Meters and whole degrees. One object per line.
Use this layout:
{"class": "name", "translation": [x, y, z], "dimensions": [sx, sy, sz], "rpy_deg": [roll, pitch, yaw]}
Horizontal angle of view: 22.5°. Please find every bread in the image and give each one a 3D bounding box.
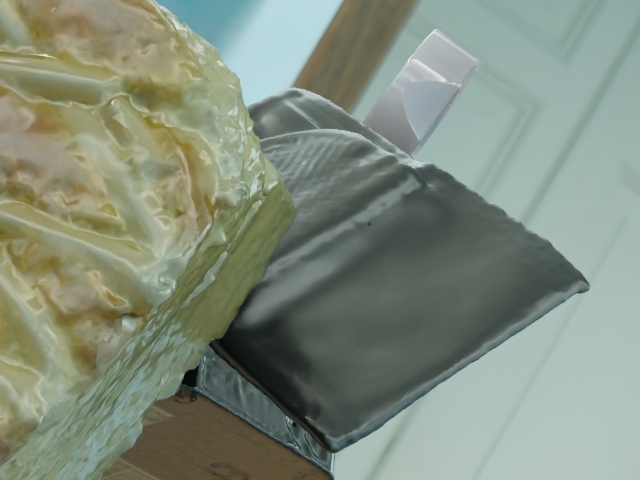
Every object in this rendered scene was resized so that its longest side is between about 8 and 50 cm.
{"class": "bread", "translation": [-0.257, -0.010, 1.003], "dimensions": [0.390, 0.371, 0.279], "rpy_deg": [35, -14, 13]}

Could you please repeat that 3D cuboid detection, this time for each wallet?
{"class": "wallet", "translation": [0.000, 0.000, 1.182], "dimensions": [0.323, 0.247, 0.041], "rpy_deg": [40, -32, 33]}

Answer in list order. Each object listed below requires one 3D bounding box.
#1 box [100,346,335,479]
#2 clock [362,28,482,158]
{"class": "box", "translation": [-0.177, 0.182, 1.322], "dimensions": [0.350, 0.058, 0.211], "rpy_deg": [-23, -44, 33]}
{"class": "clock", "translation": [0.105, -0.149, 1.873], "dimensions": [0.068, 0.197, 0.197], "rpy_deg": [36, -3, 3]}
